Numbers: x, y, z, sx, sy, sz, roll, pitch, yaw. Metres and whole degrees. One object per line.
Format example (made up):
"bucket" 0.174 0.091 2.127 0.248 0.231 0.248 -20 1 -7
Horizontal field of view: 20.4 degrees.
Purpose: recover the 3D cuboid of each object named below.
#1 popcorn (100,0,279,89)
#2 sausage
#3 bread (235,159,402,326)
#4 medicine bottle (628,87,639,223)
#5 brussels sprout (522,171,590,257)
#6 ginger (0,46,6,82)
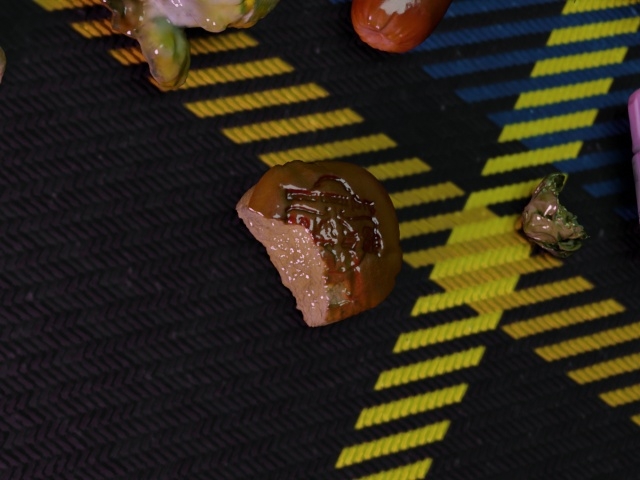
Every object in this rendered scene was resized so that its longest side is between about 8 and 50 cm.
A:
"popcorn" -0.120 -0.241 1.553 0.198 0.198 0.212 26 102 -19
"sausage" 0.119 -0.301 1.729 0.089 0.083 0.300 41 62 -15
"bread" 0.005 -0.008 1.601 0.125 0.086 0.156 -39 97 -29
"medicine bottle" 0.377 -0.072 1.771 0.135 0.135 0.168 -2 79 -26
"brussels sprout" 0.228 -0.020 1.732 0.085 0.058 0.085 38 34 -31
"ginger" -0.414 -0.147 1.439 0.334 0.081 0.148 -12 67 -29
